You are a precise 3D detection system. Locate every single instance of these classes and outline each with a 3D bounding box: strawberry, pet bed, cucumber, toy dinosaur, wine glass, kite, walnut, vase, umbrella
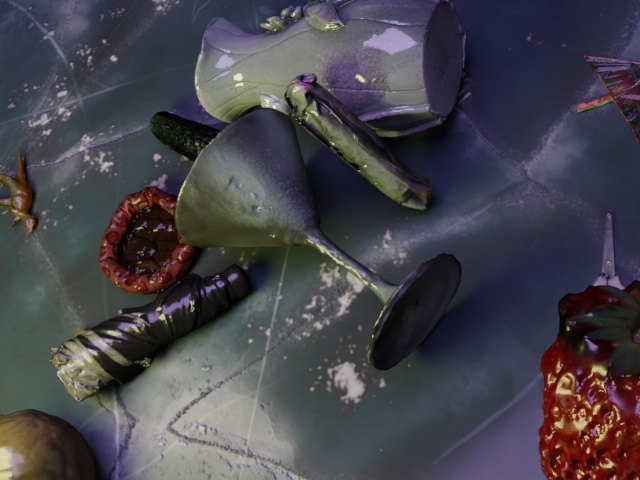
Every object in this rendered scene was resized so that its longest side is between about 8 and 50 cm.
[{"bbox_3d":[0.422,0.233,1.433,0.291,0.310,0.292,-5,37,3],"label":"strawberry"},{"bbox_3d":[-0.300,0.003,1.935,0.201,0.053,0.201,-8,68,20],"label":"pet bed"},{"bbox_3d":[-0.217,-0.175,1.976,0.241,0.074,0.074,23,76,31],"label":"cucumber"},{"bbox_3d":[-0.567,-0.098,2.105,0.126,0.039,0.162,19,69,18],"label":"toy dinosaur"},{"bbox_3d":[0.000,0.000,1.704,0.406,0.267,0.267,36,83,29],"label":"wine glass"},{"bbox_3d":[0.484,-0.240,1.758,0.159,0.010,0.190,-29,58,8],"label":"kite"},{"bbox_3d":[-0.478,0.379,1.724,0.248,0.248,0.248,-9,63,18],"label":"walnut"},{"bbox_3d":[0.007,-0.293,1.857,0.445,0.250,0.250,2,66,27],"label":"vase"},{"bbox_3d":[-0.277,0.146,1.836,0.357,0.106,0.113,-29,86,-4],"label":"umbrella"}]

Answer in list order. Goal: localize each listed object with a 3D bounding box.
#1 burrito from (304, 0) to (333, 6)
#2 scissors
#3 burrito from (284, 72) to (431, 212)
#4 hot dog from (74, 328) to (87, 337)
[{"bbox_3d":[0.022,-0.439,2.020,0.104,0.054,0.288,-29,60,9],"label":"burrito"},{"bbox_3d":[0.429,0.042,1.641,0.100,0.015,0.189,-3,64,23],"label":"scissors"},{"bbox_3d":[0.064,-0.147,1.728,0.066,0.309,0.096,-42,23,21],"label":"burrito"},{"bbox_3d":[-0.395,0.176,1.899,0.090,0.034,0.030,22,76,28],"label":"hot dog"}]
